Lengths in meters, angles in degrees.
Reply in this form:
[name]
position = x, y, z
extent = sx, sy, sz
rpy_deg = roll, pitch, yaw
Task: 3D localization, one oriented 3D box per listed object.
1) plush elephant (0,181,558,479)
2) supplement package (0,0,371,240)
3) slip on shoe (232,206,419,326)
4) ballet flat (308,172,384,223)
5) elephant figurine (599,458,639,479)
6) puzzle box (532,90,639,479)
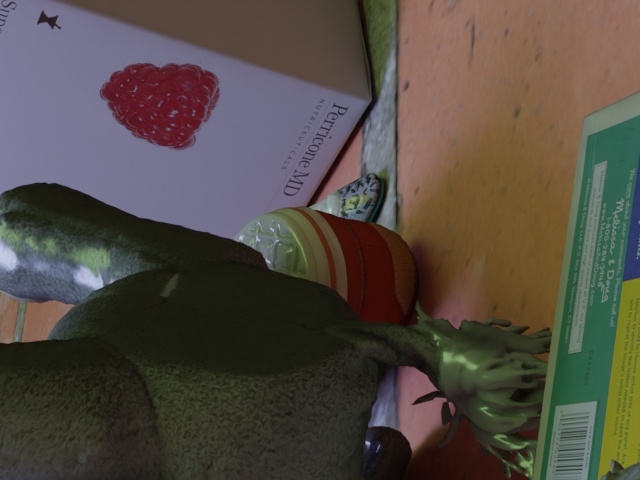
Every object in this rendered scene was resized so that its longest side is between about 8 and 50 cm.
[plush elephant]
position = -0.056, 0.142, 0.723
extent = 0.272, 0.330, 0.255
rpy_deg = -66, -18, -66
[supplement package]
position = -0.137, -0.130, 1.068
extent = 0.175, 0.293, 0.177
rpy_deg = -96, 29, -45
[slip on shoe]
position = -0.048, 0.097, 0.953
extent = 0.331, 0.101, 0.123
rpy_deg = -52, 51, 41
[ballet flat]
position = 0.000, 0.000, 0.987
extent = 0.041, 0.041, 0.114
rpy_deg = -98, 31, -47
[elephant figurine]
position = 0.055, 0.163, 0.444
extent = 0.186, 0.169, 0.239
rpy_deg = -45, 5, -2
[puzzle box]
position = 0.150, 0.121, 0.491
extent = 0.272, 0.052, 0.409
rpy_deg = 157, 125, -65
